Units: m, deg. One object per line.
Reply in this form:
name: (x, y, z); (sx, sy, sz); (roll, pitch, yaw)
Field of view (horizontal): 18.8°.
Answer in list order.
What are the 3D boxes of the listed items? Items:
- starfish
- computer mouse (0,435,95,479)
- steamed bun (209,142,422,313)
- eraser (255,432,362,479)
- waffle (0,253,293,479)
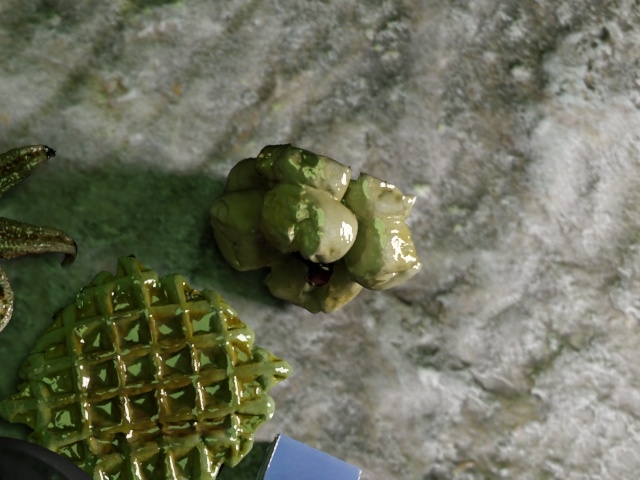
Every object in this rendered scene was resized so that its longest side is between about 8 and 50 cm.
starfish: (-0.318, -0.011, 1.647); (0.238, 0.057, 0.213); (-27, 76, -28)
computer mouse: (-0.192, 0.250, 1.562); (0.086, 0.137, 0.270); (-40, 88, -16)
steamed bun: (0.000, 0.000, 1.696); (0.192, 0.177, 0.106); (25, 75, -25)
eraser: (-0.013, 0.215, 1.695); (0.084, 0.027, 0.063); (26, 68, -11)
waffle: (-0.150, 0.128, 1.659); (0.208, 0.054, 0.214); (38, 71, -8)
